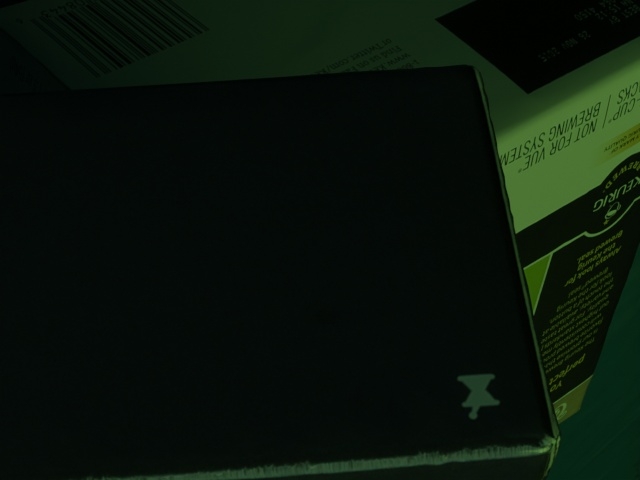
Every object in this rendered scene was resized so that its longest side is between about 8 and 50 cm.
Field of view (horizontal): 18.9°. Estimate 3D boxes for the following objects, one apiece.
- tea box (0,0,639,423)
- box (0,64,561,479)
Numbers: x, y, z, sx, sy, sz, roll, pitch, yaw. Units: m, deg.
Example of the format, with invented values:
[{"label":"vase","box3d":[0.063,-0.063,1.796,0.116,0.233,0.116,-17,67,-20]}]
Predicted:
[{"label":"tea box","box3d":[0.000,0.000,1.072,0.329,0.220,0.323,-27,145,-34]},{"label":"box","box3d":[-0.078,0.094,0.757,0.296,0.182,0.294,-4,143,-5]}]
